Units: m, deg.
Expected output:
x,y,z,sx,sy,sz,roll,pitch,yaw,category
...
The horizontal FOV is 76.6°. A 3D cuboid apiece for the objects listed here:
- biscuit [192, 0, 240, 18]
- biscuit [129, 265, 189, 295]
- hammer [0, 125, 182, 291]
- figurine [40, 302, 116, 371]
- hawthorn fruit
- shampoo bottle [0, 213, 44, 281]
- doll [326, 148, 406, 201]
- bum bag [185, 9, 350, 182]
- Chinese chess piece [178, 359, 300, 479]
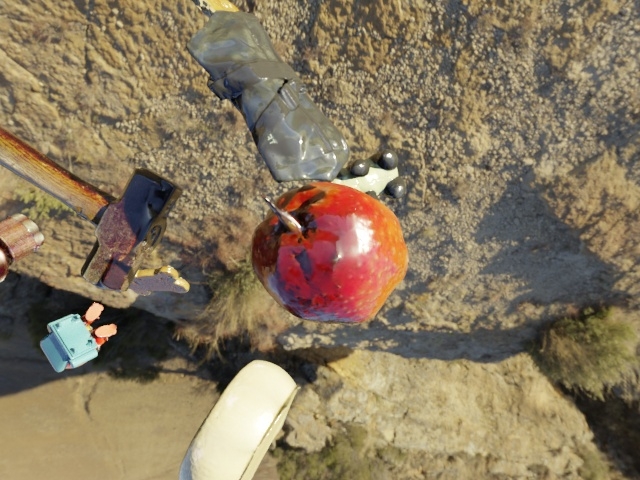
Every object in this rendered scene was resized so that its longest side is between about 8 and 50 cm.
x,y,z,sx,sy,sz,roll,pitch,yaw,category
-0.196,-0.475,0.885,0.031,0.176,0.229,-37,151,27,biscuit
-0.625,0.134,1.405,0.302,0.049,0.196,-3,145,2,biscuit
-0.496,-0.099,0.789,0.409,0.242,0.095,31,-179,2,hammer
-0.337,0.142,0.556,0.140,0.075,0.068,-37,87,43,figurine
0.000,0.000,0.663,0.254,0.254,0.300,-22,137,23,hawthorn fruit
-0.590,0.065,0.614,0.084,0.323,0.129,26,127,9,shampoo bottle
0.124,-0.163,1.124,0.234,0.135,0.143,-25,108,-24,doll
-0.077,-0.211,0.605,0.137,0.310,0.074,-34,177,-23,bum bag
-0.184,0.458,0.969,0.141,0.338,0.338,29,141,11,Chinese chess piece
